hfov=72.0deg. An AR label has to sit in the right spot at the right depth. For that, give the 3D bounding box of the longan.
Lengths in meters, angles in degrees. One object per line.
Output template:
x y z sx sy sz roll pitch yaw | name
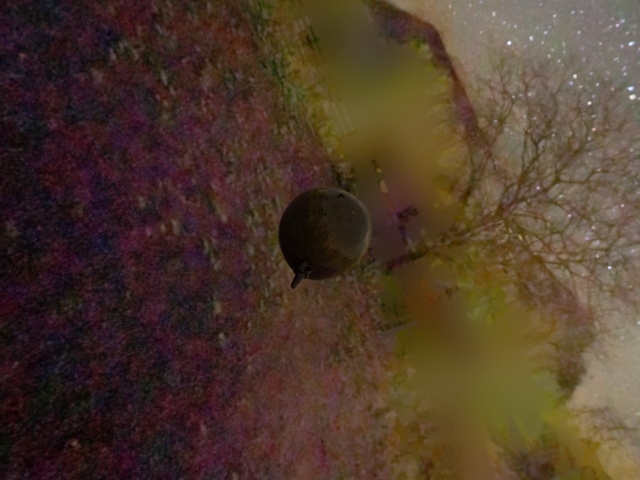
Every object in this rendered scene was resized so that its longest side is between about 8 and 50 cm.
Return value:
0.000 0.000 0.323 0.075 0.075 0.083 56 51 -39 | longan
